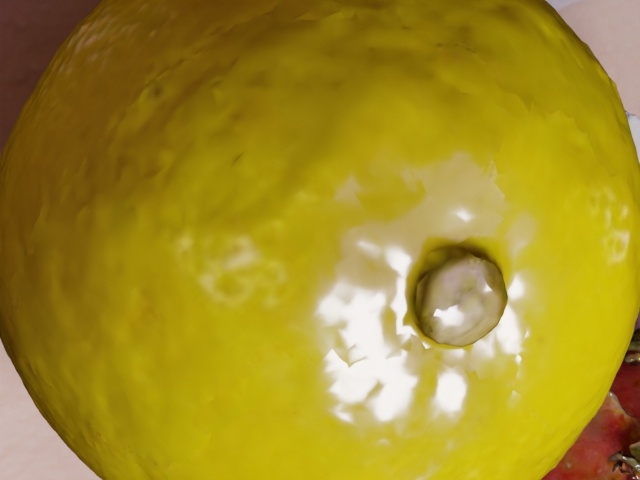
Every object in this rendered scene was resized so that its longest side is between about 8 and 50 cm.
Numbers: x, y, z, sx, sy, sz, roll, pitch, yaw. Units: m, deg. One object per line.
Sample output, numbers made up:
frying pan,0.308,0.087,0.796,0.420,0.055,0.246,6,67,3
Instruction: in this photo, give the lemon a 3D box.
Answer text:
lemon,0.000,0.000,0.548,0.348,0.348,0.347,-12,112,-33

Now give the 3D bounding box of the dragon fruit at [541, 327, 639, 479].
dragon fruit,0.212,0.207,0.806,0.291,0.250,0.269,-36,126,-40

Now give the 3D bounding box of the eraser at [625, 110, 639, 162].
eraser,0.088,0.080,0.746,0.096,0.098,0.404,35,87,6
